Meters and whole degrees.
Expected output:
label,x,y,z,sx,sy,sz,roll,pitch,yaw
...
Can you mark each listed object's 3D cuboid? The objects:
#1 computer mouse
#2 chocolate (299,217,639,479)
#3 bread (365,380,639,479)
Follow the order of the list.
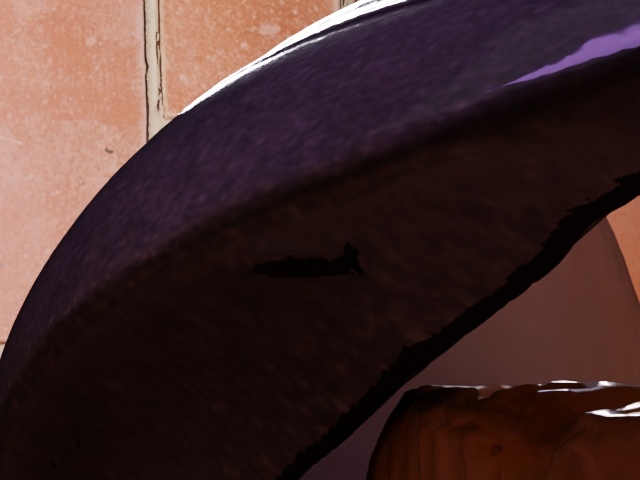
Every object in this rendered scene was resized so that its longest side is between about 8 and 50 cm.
label,x,y,z,sx,sy,sz,roll,pitch,yaw
computer mouse,-0.003,-0.002,0.560,0.374,0.114,0.203,-43,-4,37
chocolate,0.019,0.082,0.842,0.314,0.297,0.326,-4,-7,-23
bread,0.096,0.107,0.538,0.179,0.133,0.250,0,-3,-10
